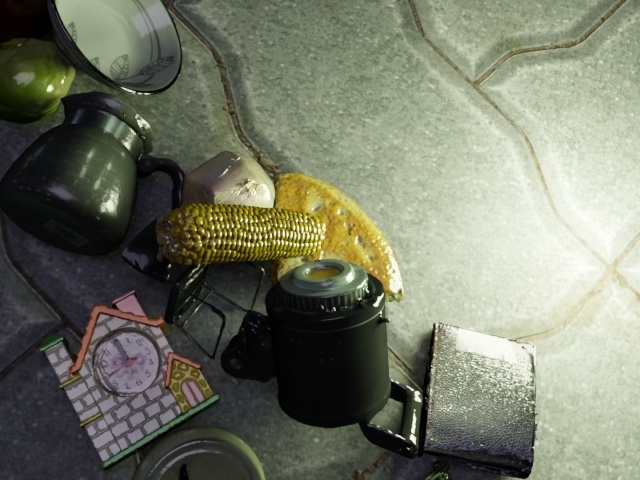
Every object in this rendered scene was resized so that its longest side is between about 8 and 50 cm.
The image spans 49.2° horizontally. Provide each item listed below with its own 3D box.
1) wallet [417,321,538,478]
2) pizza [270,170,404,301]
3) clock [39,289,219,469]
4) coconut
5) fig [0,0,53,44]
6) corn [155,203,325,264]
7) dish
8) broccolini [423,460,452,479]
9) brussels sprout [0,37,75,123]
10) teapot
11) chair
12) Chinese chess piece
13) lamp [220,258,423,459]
[{"bbox_3d":[0.302,0.304,1.343,0.220,0.071,0.262,12,67,-2],"label":"wallet"},{"bbox_3d":[0.032,-0.008,1.373,0.268,0.087,0.258,6,68,-10],"label":"pizza"},{"bbox_3d":[-0.335,0.229,1.217,0.219,0.106,0.255,-30,80,-18],"label":"clock"},{"bbox_3d":[-0.182,-0.073,1.307,0.171,0.171,0.183,46,65,5],"label":"coconut"},{"bbox_3d":[-0.604,-0.526,1.385,0.216,0.217,0.321,7,43,-9],"label":"fig"},{"bbox_3d":[-0.131,-0.014,1.205,0.305,0.106,0.106,-3,73,-29],"label":"corn"},{"bbox_3d":[-0.416,-0.408,1.358,0.316,0.106,0.316,33,47,-44],"label":"dish"},{"bbox_3d":[0.163,0.459,1.271,0.194,0.052,0.054,-22,74,-16],"label":"broccolini"},{"bbox_3d":[-0.559,-0.298,1.330,0.183,0.131,0.145,-14,55,-14],"label":"brussels sprout"},{"bbox_3d":[-0.382,-0.129,1.267,0.305,0.223,0.285,18,64,-2],"label":"teapot"},{"bbox_3d":[-0.236,0.078,1.254,0.221,0.145,0.140,30,46,6],"label":"chair"},{"bbox_3d":[-0.199,0.426,1.167,0.237,0.092,0.238,1,85,-18],"label":"Chinese chess piece"},{"bbox_3d":[0.026,0.172,1.201,0.374,0.205,0.272,17,115,5],"label":"lamp"}]
